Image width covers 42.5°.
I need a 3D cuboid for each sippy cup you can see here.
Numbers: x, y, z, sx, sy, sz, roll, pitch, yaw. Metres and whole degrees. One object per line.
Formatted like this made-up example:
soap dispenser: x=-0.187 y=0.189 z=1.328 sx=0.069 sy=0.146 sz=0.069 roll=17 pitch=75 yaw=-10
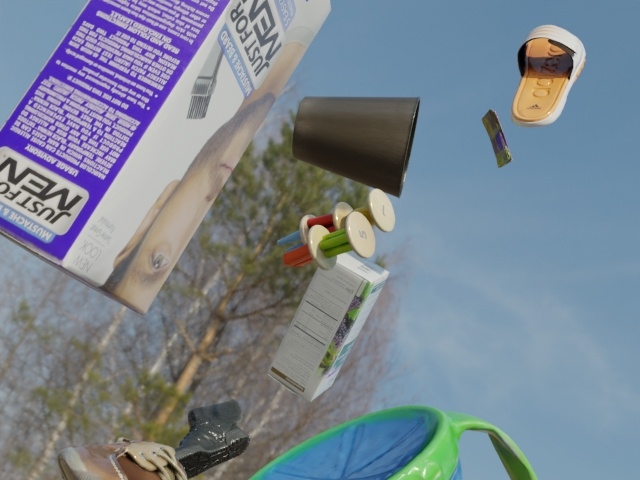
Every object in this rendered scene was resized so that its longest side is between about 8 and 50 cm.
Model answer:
sippy cup: x=0.056 y=0.307 z=0.770 sx=0.305 sy=0.240 sz=0.224 roll=-22 pitch=-87 yaw=23

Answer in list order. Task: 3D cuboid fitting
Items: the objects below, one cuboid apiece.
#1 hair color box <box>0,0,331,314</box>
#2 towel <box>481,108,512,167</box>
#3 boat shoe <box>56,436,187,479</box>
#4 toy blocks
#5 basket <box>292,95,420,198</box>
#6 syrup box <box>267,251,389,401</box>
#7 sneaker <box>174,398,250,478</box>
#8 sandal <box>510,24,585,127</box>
hair color box: x=-0.120 y=-0.122 z=0.666 sx=0.110 sy=0.339 sz=0.185 roll=29 pitch=-11 yaw=13
towel: x=0.261 y=-0.152 z=1.223 sx=0.060 sy=0.009 sz=0.083 roll=128 pitch=-56 yaw=-84
boat shoe: x=-0.197 y=0.255 z=0.857 sx=0.324 sy=0.116 sz=0.123 roll=138 pitch=-68 yaw=-72
toy blocks: x=0.000 y=0.000 z=0.951 sx=0.148 sy=0.123 sz=0.054 roll=-20 pitch=-75 yaw=32
basket: x=0.068 y=-0.206 z=1.637 sx=0.227 sy=0.204 sz=0.154 roll=13 pitch=6 yaw=8
syrup box: x=0.012 y=0.138 z=1.356 sx=0.096 sy=0.237 sz=0.093 roll=30 pitch=18 yaw=17
sneaker: x=-0.166 y=0.273 z=1.149 sx=0.089 sy=0.170 sz=0.051 roll=37 pitch=-59 yaw=36
sandal: x=0.357 y=-0.278 z=1.288 sx=0.102 sy=0.265 sz=0.076 roll=5 pitch=-45 yaw=21
